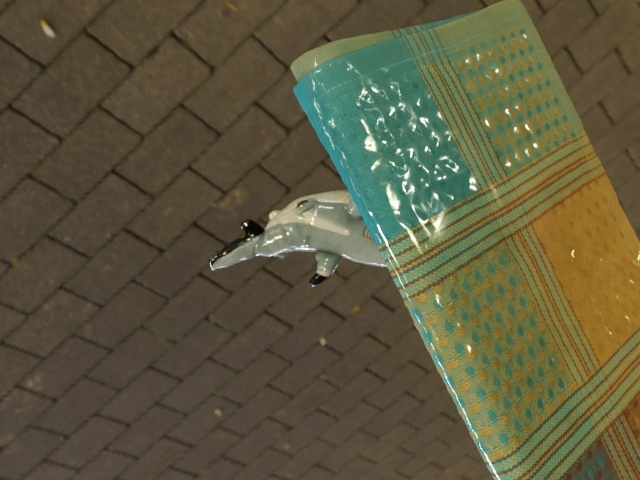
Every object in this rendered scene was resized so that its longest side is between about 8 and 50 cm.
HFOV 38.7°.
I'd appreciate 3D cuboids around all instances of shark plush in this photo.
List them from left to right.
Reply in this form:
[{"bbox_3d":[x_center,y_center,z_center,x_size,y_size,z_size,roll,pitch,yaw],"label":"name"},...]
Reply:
[{"bbox_3d":[0.000,0.000,0.649,0.161,0.067,0.073,-8,173,-7],"label":"shark plush"}]

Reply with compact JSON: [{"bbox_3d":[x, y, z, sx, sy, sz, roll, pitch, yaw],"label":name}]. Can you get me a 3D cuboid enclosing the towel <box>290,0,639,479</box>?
[{"bbox_3d":[0.147,0.010,0.659,0.271,0.370,0.040,-24,177,-43],"label":"towel"}]
